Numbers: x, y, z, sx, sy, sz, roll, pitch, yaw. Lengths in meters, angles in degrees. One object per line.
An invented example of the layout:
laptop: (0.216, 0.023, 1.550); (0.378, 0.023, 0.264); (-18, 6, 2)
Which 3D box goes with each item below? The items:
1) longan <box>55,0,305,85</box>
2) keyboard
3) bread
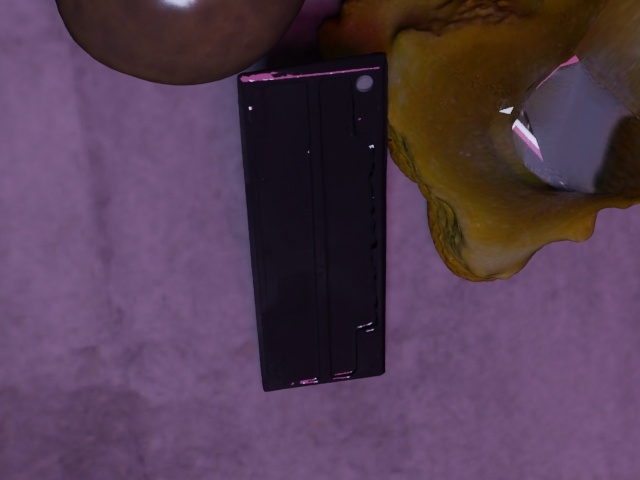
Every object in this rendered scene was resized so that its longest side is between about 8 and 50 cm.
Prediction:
longan: (-0.052, -0.119, 0.547); (0.106, 0.106, 0.119); (-3, 77, -11)
keyboard: (0.000, 0.000, 0.635); (0.063, 0.010, 0.198); (-8, 135, -6)
bread: (0.130, -0.078, 0.610); (0.233, 0.088, 0.161); (-33, 124, 8)
